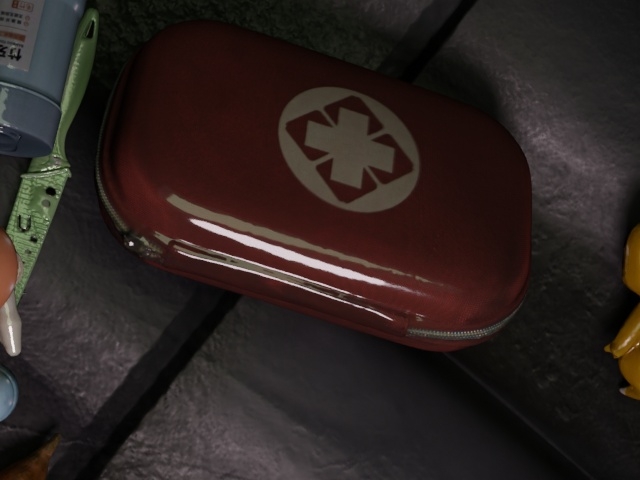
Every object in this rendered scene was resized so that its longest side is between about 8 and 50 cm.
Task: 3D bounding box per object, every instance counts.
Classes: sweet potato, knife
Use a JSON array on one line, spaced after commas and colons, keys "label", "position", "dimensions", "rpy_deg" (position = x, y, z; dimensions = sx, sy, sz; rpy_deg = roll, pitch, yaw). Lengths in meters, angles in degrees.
[{"label": "sweet potato", "position": [-0.258, 0.211, 1.178], "dimensions": [0.049, 0.049, 0.117], "rpy_deg": [39, 67, -7]}, {"label": "knife", "position": [-0.241, -0.073, 1.236], "dimensions": [0.043, 0.020, 0.293], "rpy_deg": [18, 78, -8]}]

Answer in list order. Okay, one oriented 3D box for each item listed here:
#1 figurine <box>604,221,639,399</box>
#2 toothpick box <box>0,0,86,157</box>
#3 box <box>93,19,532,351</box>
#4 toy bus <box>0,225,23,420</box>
[{"label": "figurine", "position": [0.334, 0.064, 1.319], "dimensions": [0.121, 0.122, 0.176], "rpy_deg": [-9, 85, -14]}, {"label": "toothpick box", "position": [-0.266, -0.160, 1.198], "dimensions": [0.101, 0.101, 0.153], "rpy_deg": [13, 76, -13]}, {"label": "box", "position": [0.004, -0.051, 1.217], "dimensions": [0.403, 0.108, 0.263], "rpy_deg": [17, 53, -14]}, {"label": "toy bus", "position": [-0.351, 0.066, 1.080], "dimensions": [0.232, 0.194, 0.288], "rpy_deg": [0, 90, -14]}]
